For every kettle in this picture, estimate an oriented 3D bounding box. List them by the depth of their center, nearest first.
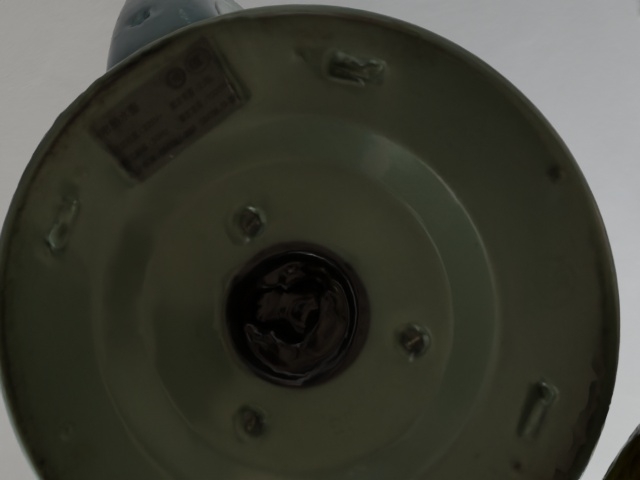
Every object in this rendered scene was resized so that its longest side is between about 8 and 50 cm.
[{"bbox_3d":[0.000,0.000,0.635,0.247,0.342,0.319,-27,-95,8],"label":"kettle"}]

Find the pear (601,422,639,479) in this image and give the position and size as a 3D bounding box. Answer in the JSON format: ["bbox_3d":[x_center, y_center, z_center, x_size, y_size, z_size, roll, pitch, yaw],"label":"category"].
[{"bbox_3d":[0.202,0.135,0.377,0.283,0.283,0.283,-2,-85,-19],"label":"pear"}]
